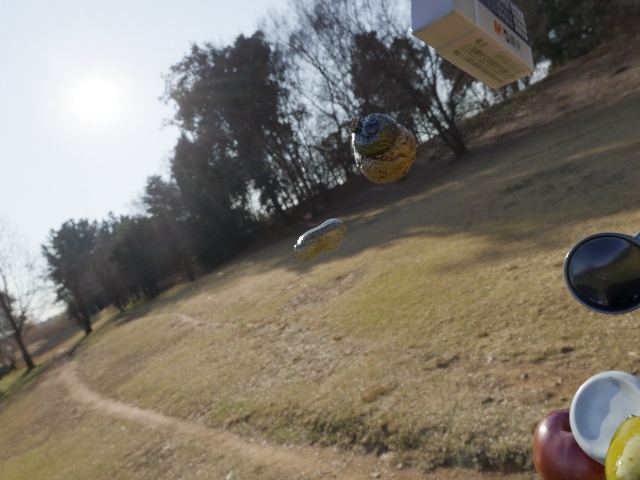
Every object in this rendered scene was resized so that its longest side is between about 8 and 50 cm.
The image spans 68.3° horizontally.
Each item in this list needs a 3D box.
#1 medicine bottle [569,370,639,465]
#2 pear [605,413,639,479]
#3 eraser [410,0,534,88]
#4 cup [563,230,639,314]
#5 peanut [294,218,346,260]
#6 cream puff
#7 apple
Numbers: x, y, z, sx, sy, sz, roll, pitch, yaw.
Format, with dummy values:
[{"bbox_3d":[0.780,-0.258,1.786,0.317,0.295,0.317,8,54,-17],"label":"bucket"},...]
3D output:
[{"bbox_3d":[0.786,0.459,1.085,0.211,0.371,0.211,-54,18,28],"label":"medicine bottle"},{"bbox_3d":[0.552,0.396,0.747,0.178,0.266,0.267,11,-13,-28],"label":"pear"},{"bbox_3d":[0.256,-0.361,0.787,0.086,0.130,0.287,-10,-11,44],"label":"eraser"},{"bbox_3d":[0.300,0.020,0.467,0.077,0.078,0.100,-6,-45,-50],"label":"cup"},{"bbox_3d":[0.000,0.000,1.571,0.214,0.098,0.090,-28,21,-31],"label":"peanut"},{"bbox_3d":[0.150,-0.266,1.276,0.183,0.183,0.169,-21,-31,27],"label":"cream puff"},{"bbox_3d":[0.714,0.586,1.285,0.260,0.216,0.260,-16,8,2],"label":"apple"}]
